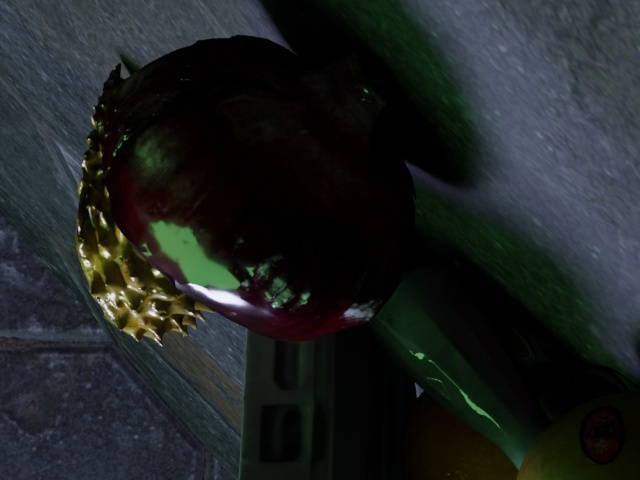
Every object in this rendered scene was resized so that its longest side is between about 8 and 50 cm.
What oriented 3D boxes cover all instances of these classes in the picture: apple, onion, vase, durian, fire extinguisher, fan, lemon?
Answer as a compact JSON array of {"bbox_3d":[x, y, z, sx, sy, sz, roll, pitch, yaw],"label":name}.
[{"bbox_3d":[0.227,0.198,1.415,0.182,0.155,0.182,45,-153,-30],"label":"apple"},{"bbox_3d":[-0.034,-0.052,1.438,0.252,0.219,0.252,28,-144,-23],"label":"onion"},{"bbox_3d":[0.132,0.118,1.565,0.214,0.086,0.086,49,170,28],"label":"vase"},{"bbox_3d":[-0.162,0.002,2.029,0.185,0.195,0.305,27,156,38],"label":"durian"},{"bbox_3d":[0.213,0.129,1.549,0.157,0.045,0.078,27,135,58],"label":"fire extinguisher"},{"bbox_3d":[0.138,0.057,1.642,0.085,0.005,0.133,33,163,47],"label":"fan"},{"bbox_3d":[0.142,0.193,1.748,0.142,0.142,0.187,35,156,41],"label":"lemon"}]

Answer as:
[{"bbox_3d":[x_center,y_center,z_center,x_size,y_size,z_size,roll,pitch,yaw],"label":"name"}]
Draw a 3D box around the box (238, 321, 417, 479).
[{"bbox_3d":[0.013,0.199,1.739,0.111,0.396,0.396,-4,151,10],"label":"box"}]
